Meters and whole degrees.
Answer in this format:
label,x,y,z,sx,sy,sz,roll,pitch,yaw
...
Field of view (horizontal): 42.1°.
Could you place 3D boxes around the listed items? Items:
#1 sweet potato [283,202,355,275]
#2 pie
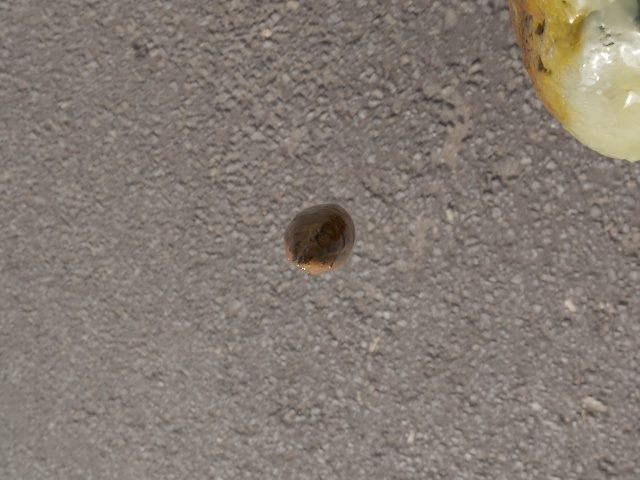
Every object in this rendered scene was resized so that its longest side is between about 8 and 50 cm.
label,x,y,z,sx,sy,sz,roll,pitch,yaw
sweet potato,0.000,0.000,0.394,0.034,0.095,0.034,1,100,4
pie,0.159,-0.198,0.550,0.092,0.315,0.315,-18,115,14
